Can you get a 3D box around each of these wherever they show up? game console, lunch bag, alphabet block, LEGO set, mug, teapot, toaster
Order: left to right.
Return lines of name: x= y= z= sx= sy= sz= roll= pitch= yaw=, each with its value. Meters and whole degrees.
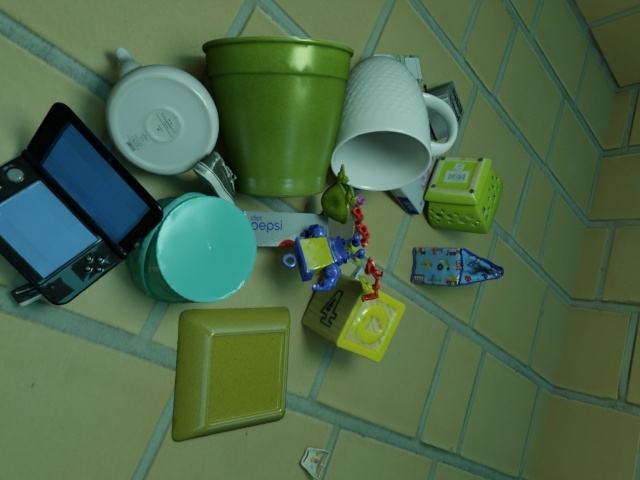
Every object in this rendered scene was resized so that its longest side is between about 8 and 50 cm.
game console: x=-0.503 y=-0.064 z=0.858 sx=0.293 sy=0.173 sz=0.250 roll=49 pitch=61 yaw=-7
teapot: x=-0.353 y=-0.277 z=1.024 sx=0.253 sy=0.187 sz=0.255 roll=8 pitch=112 yaw=-19
LEGO set: x=0.101 y=-0.213 z=1.426 sx=0.087 sy=0.093 sz=0.227 roll=-50 pitch=118 yaw=-28
alphabet block: x=0.097 y=0.221 z=1.333 sx=0.193 sy=0.197 sz=0.193 roll=28 pitch=84 yaw=-34
mug: x=0.217 y=-0.349 z=1.297 sx=0.375 sy=0.276 sz=0.327 roll=6 pitch=63 yaw=-7
toaster: x=0.454 y=-0.493 z=1.667 sx=0.185 sy=0.110 sz=0.168 roll=60 pitch=35 yaw=-23
lunch bag: x=0.521 y=0.109 z=1.671 sx=0.294 sy=0.221 sz=0.137 roll=10 pitch=83 yaw=-38

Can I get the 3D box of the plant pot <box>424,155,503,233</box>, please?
plant pot: x=0.516 y=-0.179 z=1.633 sx=0.207 sy=0.228 sz=0.227 roll=49 pitch=59 yaw=-49

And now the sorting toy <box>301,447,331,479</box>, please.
sorting toy: x=-0.021 y=0.668 z=1.359 sx=0.075 sy=0.045 sz=0.083 roll=38 pitch=68 yaw=-24

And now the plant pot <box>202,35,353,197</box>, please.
plant pot: x=-0.106 y=-0.296 z=1.135 sx=0.367 sy=0.367 sz=0.352 roll=-9 pitch=107 yaw=-38

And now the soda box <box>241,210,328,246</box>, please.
soda box: x=-0.113 y=-0.030 z=1.258 sx=0.287 sy=0.091 sz=0.097 roll=0 pitch=90 yaw=-38

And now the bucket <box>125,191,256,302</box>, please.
bucket: x=-0.300 y=0.020 z=1.052 sx=0.281 sy=0.183 sz=0.280 roll=2 pitch=87 yaw=-39

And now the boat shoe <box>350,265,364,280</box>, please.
boat shoe: x=0.116 y=0.130 z=1.474 sx=0.035 sy=0.035 sz=0.100 roll=52 pitch=54 yaw=-22

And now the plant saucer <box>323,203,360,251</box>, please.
plant saucer: x=0.063 y=-0.046 z=1.437 sx=0.169 sy=0.029 sz=0.168 roll=0 pitch=91 yaw=-38

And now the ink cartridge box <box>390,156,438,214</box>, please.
ink cartridge box: x=0.319 y=-0.308 z=1.566 sx=0.324 sy=0.072 sz=0.329 roll=39 pitch=67 yaw=-48

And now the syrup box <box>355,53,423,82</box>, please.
syrup box: x=0.240 y=-0.577 z=1.537 sx=0.237 sy=0.096 sz=0.093 roll=-17 pitch=98 yaw=-37

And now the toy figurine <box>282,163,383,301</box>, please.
toy figurine: x=0.000 y=0.000 z=1.162 sx=0.218 sy=0.191 sz=0.362 roll=-14 pitch=67 yaw=-8

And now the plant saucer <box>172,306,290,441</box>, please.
plant saucer: x=-0.209 y=0.350 z=1.188 sx=0.333 sy=0.081 sz=0.332 roll=5 pitch=87 yaw=-37

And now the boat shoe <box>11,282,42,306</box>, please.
boat shoe: x=-0.571 y=0.089 z=0.929 sx=0.125 sy=0.046 sz=0.038 roll=-32 pitch=114 yaw=-25

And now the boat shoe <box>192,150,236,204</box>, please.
boat shoe: x=-0.233 y=-0.139 z=1.065 sx=0.078 sy=0.219 sz=0.070 roll=37 pitch=79 yaw=9
